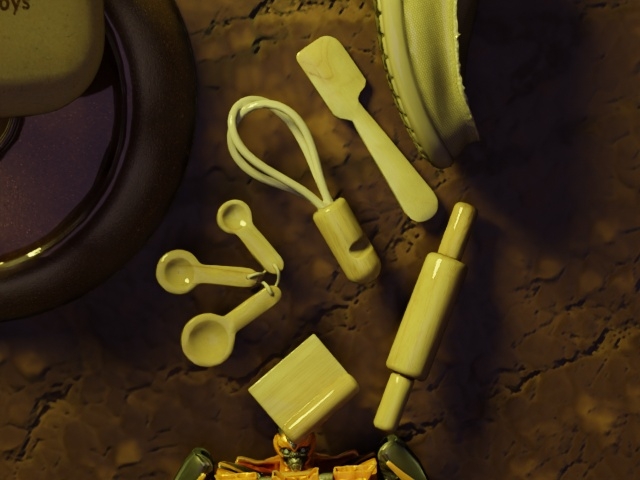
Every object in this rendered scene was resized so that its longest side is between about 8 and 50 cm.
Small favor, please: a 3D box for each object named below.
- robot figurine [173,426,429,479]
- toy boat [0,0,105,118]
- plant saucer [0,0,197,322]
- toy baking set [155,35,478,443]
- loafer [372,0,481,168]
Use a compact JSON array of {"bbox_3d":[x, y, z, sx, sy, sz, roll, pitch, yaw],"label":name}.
[{"bbox_3d":[-0.007,0.268,1.356,0.211,0.085,0.291,-5,99,1],"label":"robot figurine"},{"bbox_3d":[-0.254,-0.149,1.219,0.231,0.151,0.151,-8,102,-41],"label":"toy boat"},{"bbox_3d":[-0.239,-0.093,1.320,0.310,0.050,0.311,0,98,1],"label":"plant saucer"},{"bbox_3d":[0.006,0.004,1.318,0.196,0.030,0.256,26,86,-10],"label":"toy baking set"},{"bbox_3d":[0.075,-0.181,1.272,0.092,0.102,0.269,-10,96,1],"label":"loafer"}]
